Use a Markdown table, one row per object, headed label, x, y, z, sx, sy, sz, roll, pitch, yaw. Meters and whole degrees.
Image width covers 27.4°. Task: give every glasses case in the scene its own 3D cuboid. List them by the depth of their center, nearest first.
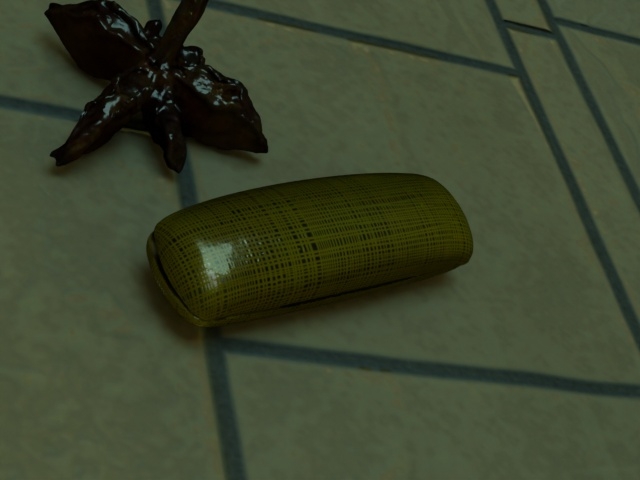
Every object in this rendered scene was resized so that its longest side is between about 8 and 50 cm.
| label | x | y | z | sx | sy | sz | roll | pitch | yaw |
| --- | --- | --- | --- | --- | --- | --- | --- | --- | --- |
| glasses case | 0.000 | 0.000 | 0.815 | 0.234 | 0.064 | 0.079 | -11 | 61 | -40 |

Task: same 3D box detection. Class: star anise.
| label | x | y | z | sx | sy | sz | roll | pitch | yaw |
| --- | --- | --- | --- | --- | --- | --- | --- | --- | --- |
| star anise | -0.093 | -0.128 | 0.836 | 0.158 | 0.144 | 0.140 | 2 | 55 | -31 |
